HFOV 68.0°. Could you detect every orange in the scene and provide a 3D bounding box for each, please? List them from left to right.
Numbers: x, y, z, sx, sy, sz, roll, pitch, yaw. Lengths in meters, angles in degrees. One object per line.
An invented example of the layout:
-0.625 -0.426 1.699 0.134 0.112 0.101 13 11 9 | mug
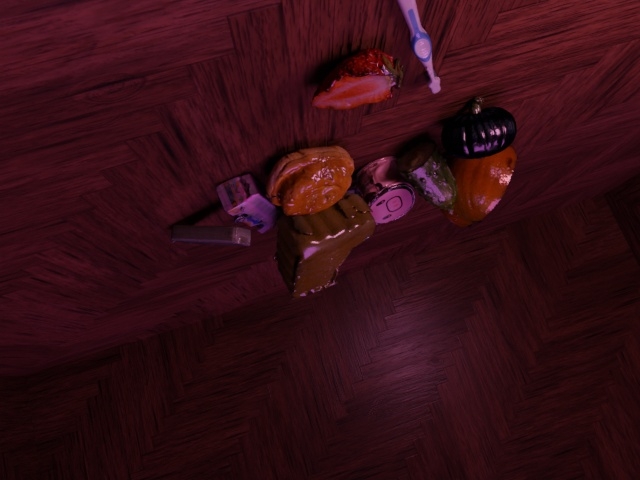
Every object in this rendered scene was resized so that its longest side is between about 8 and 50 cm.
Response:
0.494 -0.183 1.518 0.274 0.274 0.310 -6 -173 -39 | orange

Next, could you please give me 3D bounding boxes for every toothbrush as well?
0.186 -0.367 0.882 0.040 0.040 0.386 -23 165 17 | toothbrush

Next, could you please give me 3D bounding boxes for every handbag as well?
0.200 -0.153 1.470 0.179 0.116 0.205 -27 153 7 | handbag

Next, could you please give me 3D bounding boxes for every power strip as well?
-0.314 -0.015 1.358 0.272 0.052 0.078 1 173 29 | power strip

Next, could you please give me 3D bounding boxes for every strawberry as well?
0.066 -0.301 0.902 0.187 0.082 0.146 -16 161 16 | strawberry

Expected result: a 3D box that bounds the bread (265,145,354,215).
-0.022 -0.157 1.230 0.236 0.120 0.198 -14 156 -30 | bread

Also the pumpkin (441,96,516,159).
0.416 -0.282 1.253 0.194 0.150 0.194 -7 168 -1 | pumpkin

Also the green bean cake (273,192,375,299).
0.000 0.000 1.435 0.285 0.202 0.310 -20 148 -25 | green bean cake

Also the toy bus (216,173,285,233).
-0.186 -0.096 1.330 0.112 0.090 0.274 -28 166 7 | toy bus

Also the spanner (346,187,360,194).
0.099 -0.149 1.538 0.316 0.024 0.087 -14 147 -24 | spanner

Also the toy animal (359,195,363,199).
0.066 -0.126 1.602 0.253 0.070 0.079 12 113 -42 | toy animal

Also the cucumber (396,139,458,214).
0.334 -0.167 1.396 0.134 0.134 0.244 -25 124 26 | cucumber
